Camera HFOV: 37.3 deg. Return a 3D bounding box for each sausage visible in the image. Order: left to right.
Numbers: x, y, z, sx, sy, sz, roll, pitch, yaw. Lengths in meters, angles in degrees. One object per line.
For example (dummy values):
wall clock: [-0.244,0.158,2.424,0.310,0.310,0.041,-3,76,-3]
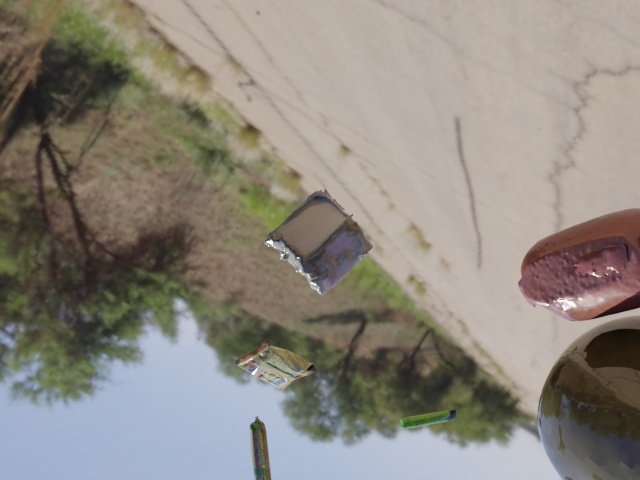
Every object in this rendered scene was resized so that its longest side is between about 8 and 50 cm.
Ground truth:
sausage: [-0.104,0.458,1.745,0.033,0.269,0.033,-6,176,0]
sausage: [0.432,0.037,1.416,0.279,0.152,0.152,-21,138,40]

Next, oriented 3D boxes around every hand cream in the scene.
hand cream: [0.229,0.379,2.003,0.122,0.036,0.023,-6,-137,-13]

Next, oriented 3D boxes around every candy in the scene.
candy: [0.000,0.000,2.219,0.185,0.195,0.137,41,174,48]

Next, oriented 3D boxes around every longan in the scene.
longan: [0.513,0.286,1.457,0.361,0.361,0.361,32,178,1]

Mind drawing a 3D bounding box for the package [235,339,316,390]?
package: [-0.085,0.239,1.807,0.120,0.031,0.108,31,134,-25]
